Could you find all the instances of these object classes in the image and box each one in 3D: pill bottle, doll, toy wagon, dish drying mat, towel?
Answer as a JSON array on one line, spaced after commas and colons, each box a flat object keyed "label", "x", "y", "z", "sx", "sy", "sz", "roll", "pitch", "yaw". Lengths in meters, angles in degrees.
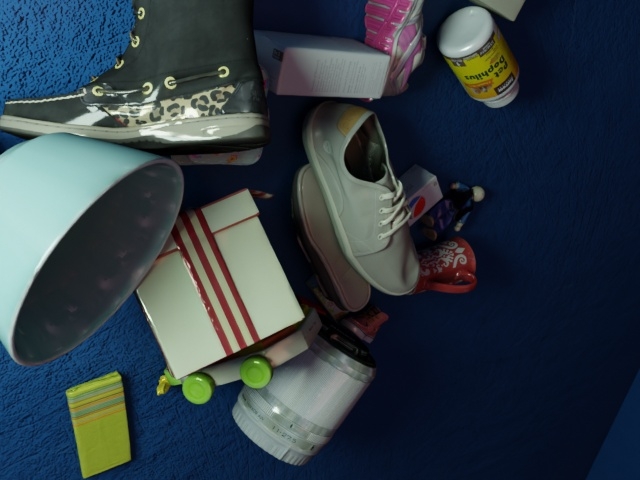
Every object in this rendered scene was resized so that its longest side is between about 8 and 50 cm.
[{"label": "pill bottle", "x": 0.327, "y": -0.362, "z": 1.524, "sx": 0.117, "sy": 0.117, "sz": 0.215, "roll": -51, "pitch": 137, "yaw": 0}, {"label": "doll", "x": 0.314, "y": -0.073, "z": 1.765, "sx": 0.189, "sy": 0.046, "sz": 0.129, "roll": -34, "pitch": 126, "yaw": -26}, {"label": "toy wagon", "x": -0.170, "y": 0.214, "z": 1.421, "sx": 0.344, "sy": 0.267, "sz": 0.068, "roll": -18, "pitch": 101, "yaw": 18}, {"label": "dish drying mat", "x": -0.020, "y": 0.142, "z": 1.639, "sx": 0.008, "sy": 0.032, "sz": 0.083, "roll": -49, "pitch": 138, "yaw": 11}, {"label": "towel", "x": -0.425, "y": 0.358, "z": 1.455, "sx": 0.102, "sy": 0.021, "sz": 0.237, "roll": -15, "pitch": 128, "yaw": -26}]

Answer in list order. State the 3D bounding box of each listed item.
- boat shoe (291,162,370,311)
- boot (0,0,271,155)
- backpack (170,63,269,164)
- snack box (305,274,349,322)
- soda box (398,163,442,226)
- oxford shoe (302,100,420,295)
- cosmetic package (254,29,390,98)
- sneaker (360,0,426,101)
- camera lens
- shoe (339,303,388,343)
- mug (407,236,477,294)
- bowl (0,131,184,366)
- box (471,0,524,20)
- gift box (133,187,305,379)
[{"label": "boat shoe", "x": 0.000, "y": 0.000, "z": 1.507, "sx": 0.112, "sy": 0.095, "sz": 0.335, "roll": -39, "pitch": 120, "yaw": -32}, {"label": "boot", "x": -0.255, "y": -0.266, "z": 1.057, "sx": 0.138, "sy": 0.377, "sz": 0.284, "roll": 10, "pitch": 81, "yaw": -83}, {"label": "backpack", "x": -0.165, "y": -0.212, "z": 1.195, "sx": 0.166, "sy": 0.144, "sz": 0.188, "roll": -2, "pitch": 114, "yaw": -33}, {"label": "snack box", "x": 0.037, "y": 0.105, "z": 1.658, "sx": 0.100, "sy": 0.037, "sz": 0.141, "roll": -42, "pitch": 136, "yaw": -8}, {"label": "soda box", "x": 0.159, "y": -0.063, "z": 1.623, "sx": 0.216, "sy": 0.069, "sz": 0.074, "roll": -40, "pitch": 136, "yaw": -10}, {"label": "oxford shoe", "x": 0.107, "y": -0.066, "z": 1.450, "sx": 0.169, "sy": 0.130, "sz": 0.449, "roll": -50, "pitch": 127, "yaw": -35}, {"label": "cosmetic package", "x": -0.005, "y": -0.299, "z": 1.287, "sx": 0.231, "sy": 0.117, "sz": 0.085, "roll": -7, "pitch": 121, "yaw": -36}, {"label": "sneaker", "x": 0.141, "y": -0.376, "z": 1.380, "sx": 0.111, "sy": 0.103, "sz": 0.252, "roll": -8, "pitch": 129, "yaw": -42}, {"label": "camera lens", "x": -0.031, "y": 0.306, "z": 1.604, "sx": 0.219, "sy": 0.219, "sz": 0.274, "roll": 30, "pitch": 97, "yaw": -47}, {"label": "shoe", "x": 0.103, "y": 0.183, "z": 1.731, "sx": 0.081, "sy": 0.063, "sz": 0.178, "roll": -54, "pitch": 157, "yaw": -2}, {"label": "mug", "x": 0.273, "y": 0.065, "z": 1.759, "sx": 0.169, "sy": 0.150, "sz": 0.113, "roll": -14, "pitch": 102, "yaw": -28}, {"label": "bowl", "x": -0.333, "y": -0.014, "z": 0.959, "sx": 0.311, "sy": 0.163, "sz": 0.311, "roll": -53, "pitch": 170, "yaw": -13}, {"label": "box", "x": 0.282, "y": -0.514, "z": 1.399, "sx": 0.275, "sy": 0.094, "sz": 0.113, "roll": 13, "pitch": 109, "yaw": -45}, {"label": "gift box", "x": -0.177, "y": 0.055, "z": 1.244, "sx": 0.276, "sy": 0.255, "sz": 0.258, "roll": -26, "pitch": 88, "yaw": -19}]
